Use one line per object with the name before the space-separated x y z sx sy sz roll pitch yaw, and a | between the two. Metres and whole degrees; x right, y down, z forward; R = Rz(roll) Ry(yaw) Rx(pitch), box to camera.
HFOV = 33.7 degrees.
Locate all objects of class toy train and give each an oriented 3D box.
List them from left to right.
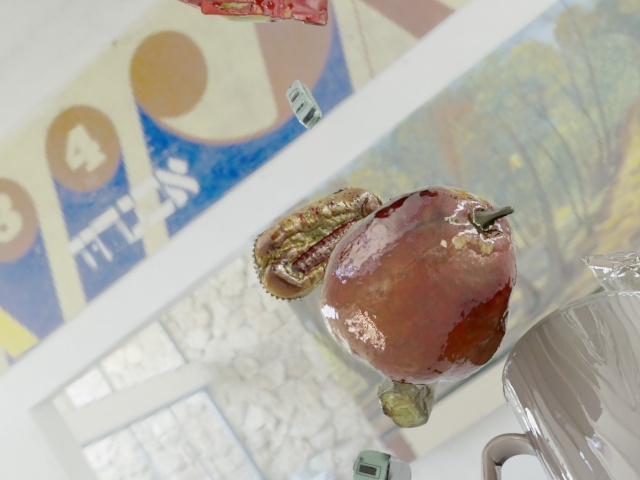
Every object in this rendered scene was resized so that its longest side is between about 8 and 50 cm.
toy train | -0.033 -0.269 2.093 0.043 0.047 0.207 -52 22 13
toy train | 0.089 0.325 1.451 0.048 0.055 0.252 6 -15 14

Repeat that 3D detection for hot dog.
hot dog | 0.000 0.000 1.694 0.252 0.131 0.069 -32 -8 -19

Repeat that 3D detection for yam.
yam | 0.158 0.082 1.415 0.081 0.081 0.357 -46 18 53

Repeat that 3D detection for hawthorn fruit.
hawthorn fruit | 0.127 0.039 1.198 0.261 0.224 0.224 -55 -16 28

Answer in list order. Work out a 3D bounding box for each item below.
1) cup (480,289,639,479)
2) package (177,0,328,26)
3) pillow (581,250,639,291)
cup | 0.313 0.218 1.156 0.288 0.273 0.208 -9 -52 -7
package | -0.158 -0.389 1.505 0.196 0.123 0.423 2 17 -30
pillow | 0.575 0.071 1.837 0.067 0.173 0.270 -45 2 -14
